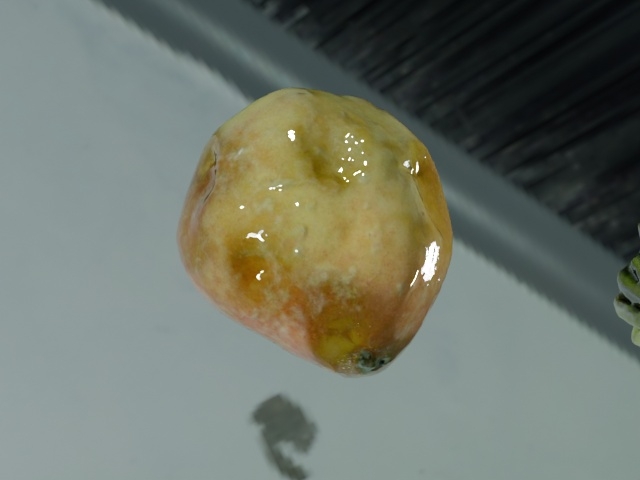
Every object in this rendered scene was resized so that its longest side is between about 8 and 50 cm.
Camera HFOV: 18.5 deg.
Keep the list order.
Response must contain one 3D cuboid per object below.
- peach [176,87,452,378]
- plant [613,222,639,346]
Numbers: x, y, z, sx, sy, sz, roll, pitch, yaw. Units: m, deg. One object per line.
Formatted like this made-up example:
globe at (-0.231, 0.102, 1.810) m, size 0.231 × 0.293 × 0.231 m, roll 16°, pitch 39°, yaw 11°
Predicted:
peach at (0.000, 0.000, 1.549) m, size 0.214 × 0.214 × 0.235 m, roll 7°, pitch 41°, yaw -39°
plant at (0.372, 0.085, 1.740) m, size 0.251 × 0.180 × 0.333 m, roll 56°, pitch 2°, yaw 0°
